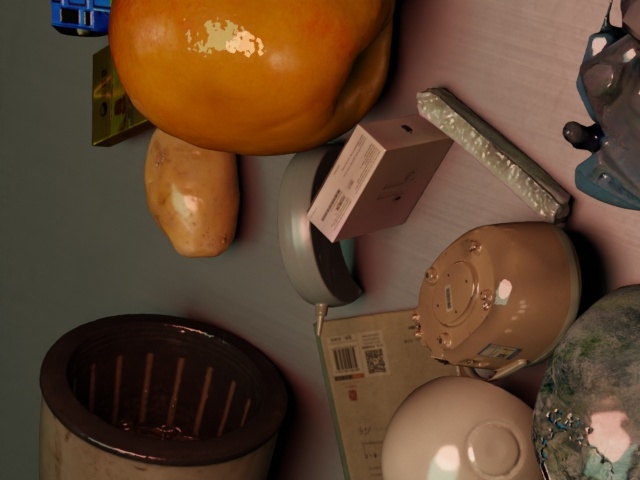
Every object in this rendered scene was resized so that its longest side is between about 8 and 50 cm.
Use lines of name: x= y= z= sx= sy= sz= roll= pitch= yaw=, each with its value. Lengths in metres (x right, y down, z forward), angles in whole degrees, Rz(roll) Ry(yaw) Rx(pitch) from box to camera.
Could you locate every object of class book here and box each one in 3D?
book: x=0.097 y=0.220 z=1.856 sx=0.215 sy=0.025 sz=0.282 roll=-9 pitch=94 yaw=41

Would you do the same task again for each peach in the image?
peach: x=-0.083 y=-0.230 z=1.719 sx=0.308 sy=0.289 sz=0.289 roll=20 pitch=114 yaw=15

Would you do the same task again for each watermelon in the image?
watermelon: x=0.339 y=0.200 z=1.542 sx=0.175 sy=0.188 sz=0.322 roll=-37 pitch=80 yaw=47

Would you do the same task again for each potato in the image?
potato: x=-0.155 y=-0.067 z=1.945 sx=0.118 sy=0.109 sz=0.178 roll=-2 pitch=92 yaw=62

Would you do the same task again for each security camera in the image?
security camera: x=0.164 y=0.255 z=1.685 sx=0.236 sy=0.194 sz=0.194 roll=53 pitch=128 yaw=7

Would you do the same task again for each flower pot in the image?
flower pot: x=-0.209 y=0.302 z=1.963 sx=0.293 sy=0.293 sz=0.330 roll=30 pitch=122 yaw=31

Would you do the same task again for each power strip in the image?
power strip: x=0.000 y=0.000 z=1.816 sx=0.044 sy=0.137 sz=0.216 roll=-3 pitch=96 yaw=25

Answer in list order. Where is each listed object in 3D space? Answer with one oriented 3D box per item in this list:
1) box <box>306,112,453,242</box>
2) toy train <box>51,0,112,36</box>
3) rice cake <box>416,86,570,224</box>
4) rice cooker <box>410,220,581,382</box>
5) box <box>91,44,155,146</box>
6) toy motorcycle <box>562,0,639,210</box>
box: x=0.065 y=-0.071 z=1.747 sx=0.051 sy=0.129 sz=0.130 roll=46 pitch=125 yaw=24
toy train: x=-0.240 y=-0.313 z=1.976 sx=0.204 sy=0.083 sz=0.131 roll=12 pitch=107 yaw=39
rice cake: x=0.182 y=-0.092 z=1.703 sx=0.211 sy=0.043 sz=0.034 roll=44 pitch=118 yaw=23
rice cooker: x=0.182 y=0.060 z=1.661 sx=0.206 sy=0.127 sz=0.145 roll=-42 pitch=49 yaw=49
box: x=-0.231 y=-0.190 z=1.975 sx=0.193 sy=0.030 sz=0.121 roll=-14 pitch=74 yaw=58
toy motorcycle: x=0.284 y=-0.194 z=1.510 sx=0.232 sy=0.172 sz=0.416 roll=-31 pitch=89 yaw=33
